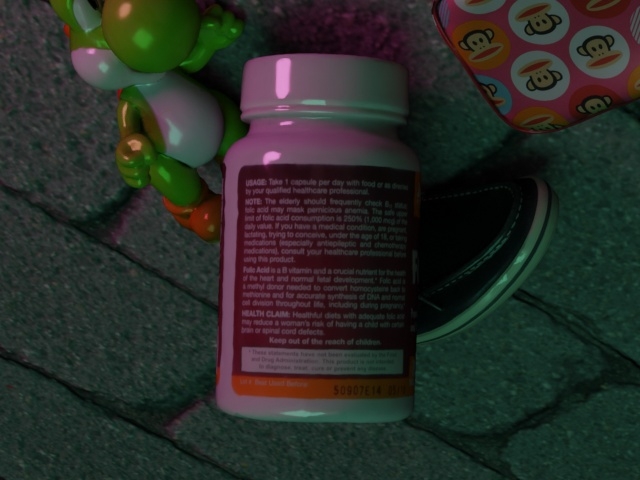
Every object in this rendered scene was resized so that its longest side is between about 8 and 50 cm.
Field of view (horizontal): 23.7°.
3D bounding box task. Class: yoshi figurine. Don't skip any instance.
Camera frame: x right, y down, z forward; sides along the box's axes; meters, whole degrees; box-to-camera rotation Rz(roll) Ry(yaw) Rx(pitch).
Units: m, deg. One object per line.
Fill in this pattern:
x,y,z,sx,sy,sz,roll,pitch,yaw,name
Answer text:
-0.165,-0.171,1.745,0.203,0.203,0.362,-25,125,15,yoshi figurine

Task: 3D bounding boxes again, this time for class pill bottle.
0.000,0.000,1.703,0.224,0.392,0.224,2,178,0,pill bottle

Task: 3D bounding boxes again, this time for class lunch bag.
0.265,-0.257,1.572,0.293,0.120,0.258,-19,128,32,lunch bag

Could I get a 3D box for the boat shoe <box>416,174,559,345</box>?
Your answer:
0.072,0.032,1.893,0.500,0.187,0.156,-21,133,39,boat shoe
